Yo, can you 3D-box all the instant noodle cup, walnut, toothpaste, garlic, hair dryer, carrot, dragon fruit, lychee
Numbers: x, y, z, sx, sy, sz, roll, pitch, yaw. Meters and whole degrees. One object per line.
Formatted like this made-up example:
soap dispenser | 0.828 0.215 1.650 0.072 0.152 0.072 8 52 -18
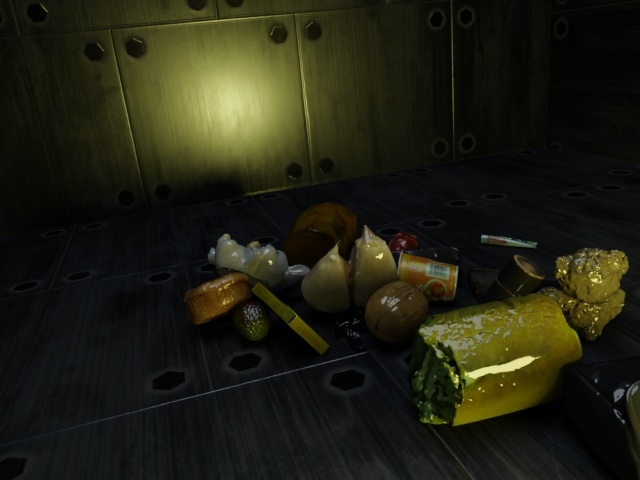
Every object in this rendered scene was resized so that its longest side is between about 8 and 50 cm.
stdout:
instant noodle cup | 0.339 0.125 1.742 0.185 0.168 0.168 7 22 12
walnut | 0.213 0.202 1.536 0.165 0.165 0.197 9 32 37
toothpaste | 0.733 0.006 2.133 0.205 0.036 0.056 8 24 24
garlic | 0.096 0.110 1.695 0.286 0.249 0.313 16 -17 -1
hair dryer | 0.632 0.157 1.623 0.352 0.189 0.107 8 34 -38
carrot | 0.000 0.000 2.051 0.241 0.242 0.341 -1 21 14
dragon fruit | 0.307 0.043 2.023 0.136 0.133 0.166 -45 5 22
lychee | -0.203 0.237 1.623 0.114 0.114 0.146 -11 27 -14

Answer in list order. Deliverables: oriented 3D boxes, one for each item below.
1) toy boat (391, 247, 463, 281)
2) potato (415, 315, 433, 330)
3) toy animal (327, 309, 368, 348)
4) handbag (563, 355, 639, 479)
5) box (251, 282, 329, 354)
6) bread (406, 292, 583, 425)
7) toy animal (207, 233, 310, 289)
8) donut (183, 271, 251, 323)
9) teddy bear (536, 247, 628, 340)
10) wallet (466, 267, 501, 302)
toy boat | 0.335 0.105 1.885 0.298 0.134 0.092 -5 -18 9
potato | 0.307 0.260 1.389 0.137 0.137 0.176 -8 21 -7
toy animal | 0.088 0.252 1.596 0.108 0.062 0.220 -32 27 -13
handbag | 0.656 0.321 1.023 0.301 0.178 0.275 -7 19 -3
box | -0.094 0.222 1.589 0.041 0.153 0.279 -47 31 -10
bread | 0.385 0.249 1.206 0.376 0.208 0.251 -8 63 -12
toy animal | -0.210 0.089 1.852 0.325 0.154 0.208 27 -29 -19
donut | -0.320 0.182 1.716 0.226 0.114 0.226 -20 -8 -3
teddy bear | 0.696 0.133 1.448 0.267 0.256 0.156 -7 24 0
wallet | 0.549 0.150 1.776 0.121 0.031 0.232 0 22 5
